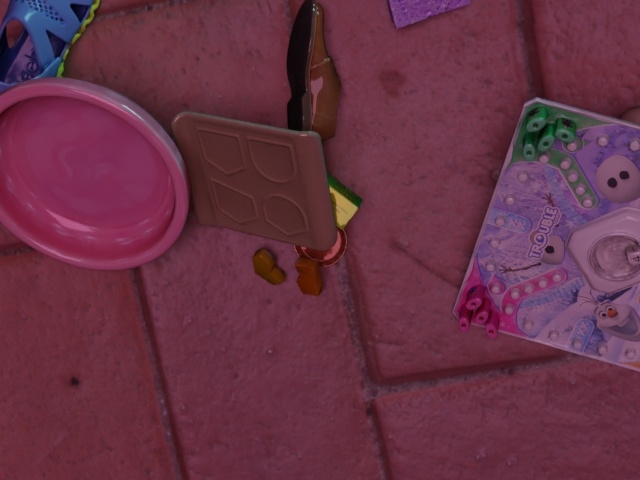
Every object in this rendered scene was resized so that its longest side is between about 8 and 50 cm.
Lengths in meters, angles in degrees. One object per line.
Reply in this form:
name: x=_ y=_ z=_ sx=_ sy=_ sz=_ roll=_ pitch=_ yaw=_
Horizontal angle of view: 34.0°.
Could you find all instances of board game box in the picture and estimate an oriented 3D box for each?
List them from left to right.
board game box: x=-0.023 y=-0.093 z=1.573 sx=0.181 sy=0.092 sz=0.043 roll=37 pitch=102 yaw=-1
board game box: x=0.424 y=0.024 z=1.492 sx=0.390 sy=0.050 sz=0.389 roll=16 pitch=124 yaw=3

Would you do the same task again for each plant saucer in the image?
plant saucer: x=-0.347 y=-0.105 z=1.553 sx=0.332 sy=0.084 sz=0.332 roll=7 pitch=130 yaw=8
plant saucer: x=0.000 y=0.000 z=1.626 sx=0.084 sy=0.013 sz=0.083 roll=1 pitch=100 yaw=5

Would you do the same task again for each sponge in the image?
sponge: x=0.135 y=-0.421 z=1.503 sx=0.117 sy=0.031 sz=0.210 roll=-17 pitch=112 yaw=1

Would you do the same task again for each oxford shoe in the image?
oxford shoe: x=-0.005 y=-0.253 z=1.568 sx=0.076 sy=0.076 sz=0.212 roll=-2 pitch=98 yaw=-24

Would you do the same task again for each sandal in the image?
sandal: x=-0.419 y=-0.323 z=1.554 sx=0.126 sy=0.138 sz=0.317 roll=17 pitch=99 yaw=5

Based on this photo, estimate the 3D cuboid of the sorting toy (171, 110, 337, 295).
sorting toy: x=-0.085 y=-0.054 z=1.554 sx=0.229 sy=0.041 sz=0.307 roll=10 pitch=134 yaw=23

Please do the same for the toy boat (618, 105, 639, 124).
toy boat: x=0.520 y=-0.103 z=1.482 sx=0.231 sy=0.151 sz=0.151 roll=18 pitch=94 yaw=3
